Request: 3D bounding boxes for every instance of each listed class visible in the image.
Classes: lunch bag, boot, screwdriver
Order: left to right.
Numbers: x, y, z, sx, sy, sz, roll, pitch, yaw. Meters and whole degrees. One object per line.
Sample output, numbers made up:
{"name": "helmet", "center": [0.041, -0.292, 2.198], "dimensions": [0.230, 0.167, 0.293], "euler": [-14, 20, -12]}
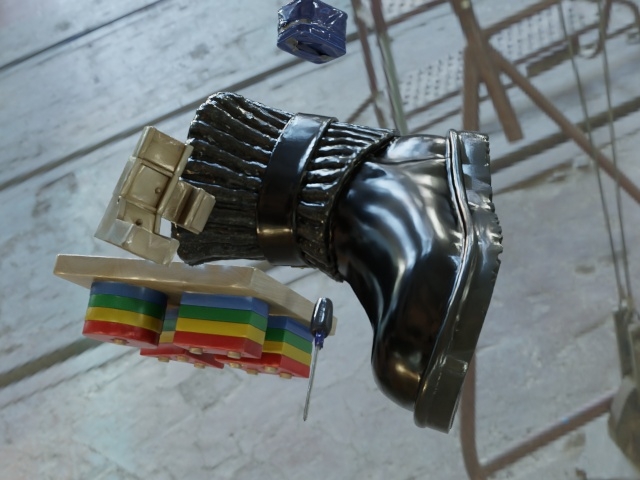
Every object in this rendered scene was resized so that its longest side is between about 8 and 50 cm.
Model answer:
{"name": "lunch bag", "center": [-0.013, -0.275, 1.280], "dimensions": [0.067, 0.098, 0.065], "euler": [-17, 66, 47]}
{"name": "screwdriver", "center": [-0.002, 0.119, 0.980], "dimensions": [0.025, 0.024, 0.170], "euler": [20, 38, -14]}
{"name": "boot", "center": [0.000, 0.003, 0.766], "dimensions": [0.260, 0.131, 0.348], "euler": [9, 31, 2]}

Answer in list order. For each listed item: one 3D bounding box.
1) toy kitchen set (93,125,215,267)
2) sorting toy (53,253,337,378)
{"name": "toy kitchen set", "center": [-0.094, -0.023, 0.641], "dimensions": [0.075, 0.068, 0.083], "euler": [13, 78, 62]}
{"name": "sorting toy", "center": [-0.146, 0.098, 1.146], "dimensions": [0.255, 0.257, 0.089], "euler": [3, 75, 23]}
